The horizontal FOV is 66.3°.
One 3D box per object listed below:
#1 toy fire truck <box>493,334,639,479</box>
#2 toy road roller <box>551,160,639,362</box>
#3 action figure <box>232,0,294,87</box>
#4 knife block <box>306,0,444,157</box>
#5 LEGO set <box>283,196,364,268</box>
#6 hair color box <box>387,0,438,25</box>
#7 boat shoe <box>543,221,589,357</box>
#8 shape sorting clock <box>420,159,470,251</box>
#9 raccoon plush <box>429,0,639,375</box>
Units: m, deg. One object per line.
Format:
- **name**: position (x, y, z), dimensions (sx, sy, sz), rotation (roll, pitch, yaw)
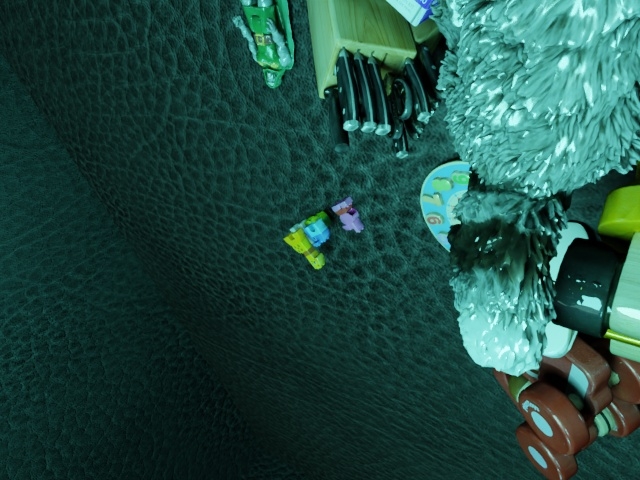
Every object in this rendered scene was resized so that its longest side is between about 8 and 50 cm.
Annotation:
- **toy fire truck**: position (0.357, 0.215, 0.790), dimensions (0.254, 0.169, 0.302), rotation (51, 166, 43)
- **toy road roller**: position (0.402, 0.018, 0.520), dimensions (0.202, 0.240, 0.329), rotation (16, 174, 38)
- **action figure**: position (-0.091, -0.349, 0.769), dimensions (0.137, 0.063, 0.232), rotation (21, 143, 30)
- **knife block**: position (0.033, -0.227, 0.584), dimensions (0.276, 0.242, 0.088), rotation (41, 147, 9)
- **LEGO set**: position (0.000, 0.000, 1.018), dimensions (0.093, 0.087, 0.227), rotation (53, 148, -9)
- **hair color box**: position (0.122, -0.394, 0.428), dimensions (0.185, 0.110, 0.339), rotation (44, 146, 6)
- **boat shoe**: position (0.328, 0.069, 0.662), dimensions (0.066, 0.184, 0.063), rotation (-1, 159, 37)
- **shape sorting clock**: position (0.241, -0.030, 0.750), dimensions (0.206, 0.040, 0.206), rotation (30, 144, 25)
- **raccoon plush**: position (0.186, -0.120, 0.329), dimensions (0.216, 0.446, 0.299), rotation (-4, 173, 15)
